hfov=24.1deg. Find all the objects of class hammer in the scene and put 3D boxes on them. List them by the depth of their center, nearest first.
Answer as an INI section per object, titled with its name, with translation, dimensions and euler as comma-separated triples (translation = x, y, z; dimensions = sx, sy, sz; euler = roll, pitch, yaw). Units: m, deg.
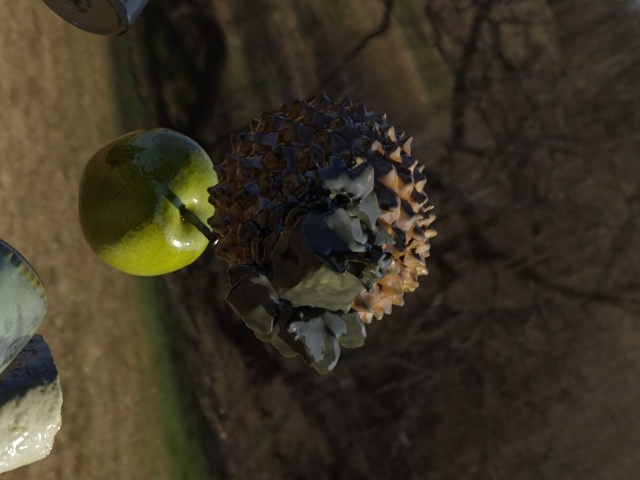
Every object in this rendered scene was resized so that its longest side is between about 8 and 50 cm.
[hammer]
translation = -0.389, 0.064, 1.270
dimensions = 0.202, 0.305, 0.113
euler = -50, 138, -32

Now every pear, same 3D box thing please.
[pear]
translation = -0.189, -0.043, 1.770
dimensions = 0.166, 0.180, 0.216
euler = 24, -5, -40

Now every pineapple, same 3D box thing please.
[pineapple]
translation = -0.002, 0.000, 1.286
dimensions = 0.223, 0.223, 0.357
euler = 61, 8, -12

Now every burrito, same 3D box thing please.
[burrito]
translation = -0.394, 0.197, 1.612
dimensions = 0.143, 0.299, 0.105
euler = 37, -48, 33

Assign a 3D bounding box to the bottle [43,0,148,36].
[bottle]
translation = -0.174, -0.312, 1.428
dimensions = 0.233, 0.110, 0.110
euler = -62, 140, -24
